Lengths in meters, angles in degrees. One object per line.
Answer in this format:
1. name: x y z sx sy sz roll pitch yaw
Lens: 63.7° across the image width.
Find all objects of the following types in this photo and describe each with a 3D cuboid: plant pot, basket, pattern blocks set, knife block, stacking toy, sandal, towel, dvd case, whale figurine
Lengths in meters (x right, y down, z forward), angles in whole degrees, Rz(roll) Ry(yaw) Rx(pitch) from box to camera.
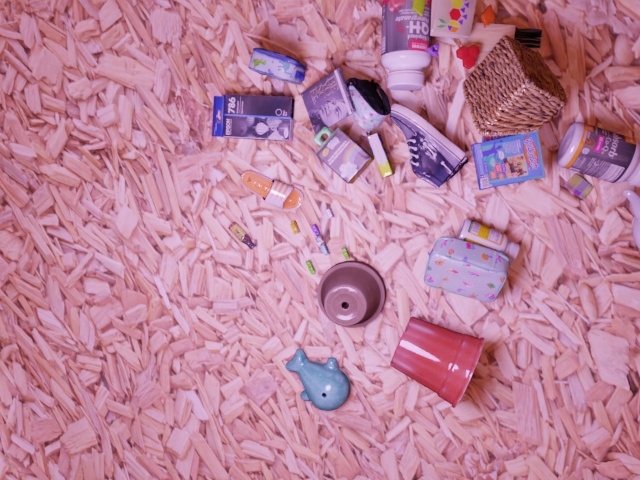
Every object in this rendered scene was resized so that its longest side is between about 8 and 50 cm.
1. plant pot: 0.107 0.216 1.897 0.263 0.229 0.262 1 97 9
2. plant pot: 0.412 0.418 1.863 0.265 0.272 0.272 24 99 15
3. basket: 0.627 -0.469 1.670 0.214 0.299 0.223 18 135 -23
4. pattern blocks set: 0.442 -0.763 1.714 0.286 0.026 0.324 17 93 -11
5. knife block: 0.621 -0.707 1.785 0.242 0.088 0.275 -38 88 10
6. stacking toy: 0.000 0.000 1.979 0.167 0.052 0.221 -23 89 13
7. sandal: -0.199 -0.190 1.983 0.266 0.076 0.101 24 99 6
8. towel: 0.917 -0.193 1.827 0.083 0.009 0.060 37 100 4
9. dvd case: 0.024 -0.503 1.876 0.221 0.018 0.164 -17 93 49
10. whale figurine: -0.013 0.543 1.995 0.272 0.141 0.216 39 101 4

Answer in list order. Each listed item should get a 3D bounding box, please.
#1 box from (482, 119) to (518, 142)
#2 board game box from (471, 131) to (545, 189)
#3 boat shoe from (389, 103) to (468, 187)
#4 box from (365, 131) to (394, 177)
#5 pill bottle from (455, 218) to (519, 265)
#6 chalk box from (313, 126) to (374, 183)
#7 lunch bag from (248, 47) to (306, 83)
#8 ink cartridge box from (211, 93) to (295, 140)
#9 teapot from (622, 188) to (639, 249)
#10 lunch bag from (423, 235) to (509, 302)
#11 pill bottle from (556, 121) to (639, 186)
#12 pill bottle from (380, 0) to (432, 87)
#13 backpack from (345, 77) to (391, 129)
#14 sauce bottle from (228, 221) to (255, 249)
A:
1. box: 0.634 -0.346 1.799 0.123 0.128 0.256 4 96 8
2. board game box: 0.625 -0.266 1.719 0.211 0.047 0.159 -10 94 10
3. boat shoe: 0.352 -0.332 1.847 0.341 0.127 0.158 38 93 3
4. box: 0.219 -0.319 1.882 0.043 0.109 0.178 -20 92 15
5. pill bottle: 0.596 0.011 1.848 0.209 0.117 0.117 23 99 7
6. chalk box: 0.074 -0.325 1.897 0.213 0.132 0.132 44 102 4
7. lunch bag: -0.148 -0.626 1.857 0.176 0.219 0.090 21 105 8
8. ink cartridge box: -0.268 -0.471 1.974 0.333 0.065 0.165 4 97 10
9. teapot: 1.176 -0.060 1.717 0.253 0.187 0.255 -11 121 29
10. lunch bag: 0.509 0.107 1.830 0.280 0.224 0.107 17 55 13
11. pill bottle: 0.962 -0.285 1.733 0.279 0.162 0.162 19 99 7
12. pill bottle: 0.300 -0.695 1.795 0.177 0.176 0.318 1 96 10
13. backpack: 0.166 -0.489 1.848 0.181 0.152 0.115 59 137 17
14. sauce bottle: -0.308 -0.017 2.037 0.128 0.042 0.042 44 101 4
